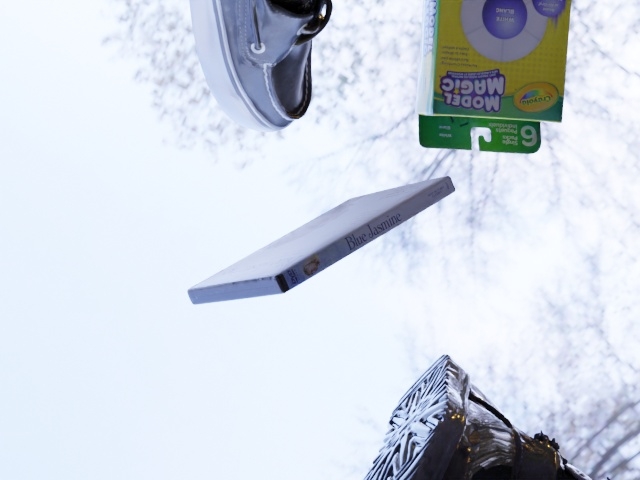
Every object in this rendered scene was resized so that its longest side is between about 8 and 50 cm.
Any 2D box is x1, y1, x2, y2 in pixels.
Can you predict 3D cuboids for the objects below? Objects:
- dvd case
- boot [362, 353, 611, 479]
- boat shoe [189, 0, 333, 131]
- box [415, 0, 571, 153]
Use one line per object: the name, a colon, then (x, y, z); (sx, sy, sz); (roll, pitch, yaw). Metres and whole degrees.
dvd case: (0.000, 0.000, 1.294); (0.253, 0.180, 0.022); (-30, -78, -34)
boot: (0.262, 0.340, 1.304); (0.445, 0.146, 0.367); (41, -158, -1)
boat shoe: (-0.019, -0.086, 0.419); (0.040, 0.142, 0.049); (15, -122, 21)
box: (0.126, -0.153, 0.889); (0.105, 0.043, 0.179); (1, -82, -14)
